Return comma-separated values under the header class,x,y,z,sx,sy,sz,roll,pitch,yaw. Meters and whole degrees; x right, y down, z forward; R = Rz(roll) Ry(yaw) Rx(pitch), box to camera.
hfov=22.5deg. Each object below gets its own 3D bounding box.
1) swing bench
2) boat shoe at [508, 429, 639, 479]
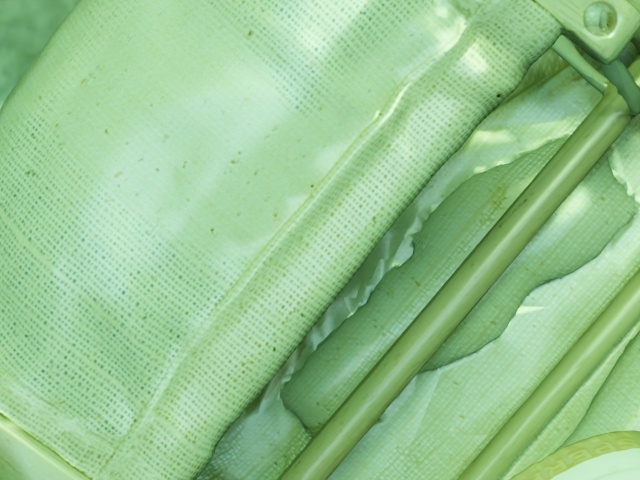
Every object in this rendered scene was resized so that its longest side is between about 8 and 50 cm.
class,x,y,z,sx,sy,sz,roll,pitch,yaw
swing bench,0.000,0.000,0.461,0.253,0.255,0.165,-50,40,4
boat shoe,0.112,0.186,0.438,0.098,0.096,0.277,-27,117,-8
